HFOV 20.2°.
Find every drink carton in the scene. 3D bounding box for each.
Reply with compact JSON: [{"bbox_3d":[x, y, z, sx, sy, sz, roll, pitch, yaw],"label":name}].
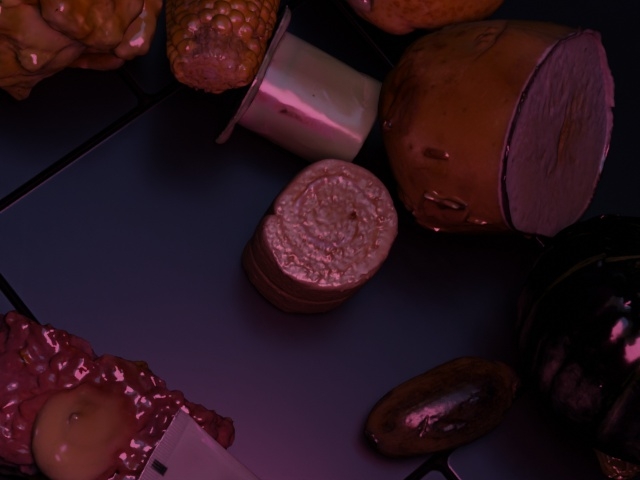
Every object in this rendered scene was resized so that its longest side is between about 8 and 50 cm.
[{"bbox_3d":[-0.014,-0.152,1.942,0.142,0.144,0.146,28,70,-7],"label":"drink carton"}]

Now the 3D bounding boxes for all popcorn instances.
[{"bbox_3d":[-0.324,-0.294,1.862,0.335,0.279,0.274,18,89,-18],"label":"popcorn"}]

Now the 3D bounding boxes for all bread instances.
[{"bbox_3d":[0.000,0.000,1.892,0.148,0.141,0.134,-42,87,-18],"label":"bread"}]

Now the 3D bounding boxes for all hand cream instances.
[{"bbox_3d":[-0.068,0.282,1.726,0.067,0.321,0.109,14,68,42],"label":"hand cream"}]

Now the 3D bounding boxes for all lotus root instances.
[{"bbox_3d":[0.131,0.177,1.890,0.179,0.080,0.089,-22,76,-17],"label":"lotus root"}]

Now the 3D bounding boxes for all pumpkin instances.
[{"bbox_3d":[0.333,0.121,1.878,0.295,0.296,0.296,3,72,-9],"label":"pumpkin"}]

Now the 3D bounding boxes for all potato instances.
[{"bbox_3d":[0.180,-0.126,1.914,0.196,0.299,0.247,17,97,29],"label":"potato"}]

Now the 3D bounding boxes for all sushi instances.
[{"bbox_3d":[-0.231,0.189,1.745,0.270,0.236,0.171,31,78,-4],"label":"sushi"}]

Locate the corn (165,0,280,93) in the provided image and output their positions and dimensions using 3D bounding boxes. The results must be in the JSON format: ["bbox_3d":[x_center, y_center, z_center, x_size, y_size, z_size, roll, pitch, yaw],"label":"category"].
[{"bbox_3d":[-0.098,-0.278,1.919,0.130,0.130,0.347,11,41,-7],"label":"corn"}]

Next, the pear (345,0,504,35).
[{"bbox_3d":[0.113,-0.352,1.967,0.271,0.271,0.271,3,72,-9],"label":"pear"}]
